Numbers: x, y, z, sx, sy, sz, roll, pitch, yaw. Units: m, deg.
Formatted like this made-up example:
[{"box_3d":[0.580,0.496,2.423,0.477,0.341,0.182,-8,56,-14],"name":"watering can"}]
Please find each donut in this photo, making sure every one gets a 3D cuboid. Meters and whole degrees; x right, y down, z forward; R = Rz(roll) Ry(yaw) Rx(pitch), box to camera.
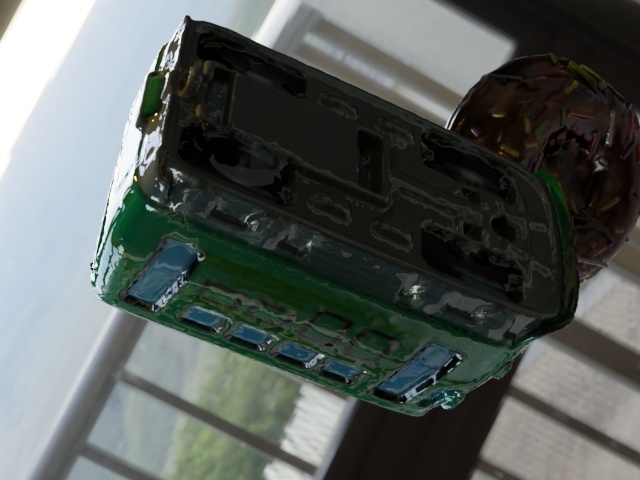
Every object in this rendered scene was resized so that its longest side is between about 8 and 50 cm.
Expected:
[{"box_3d":[0.224,-0.064,1.278,0.216,0.230,0.096,-46,28,-16],"name":"donut"}]

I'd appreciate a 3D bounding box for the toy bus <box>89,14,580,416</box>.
[{"box_3d":[0.000,0.000,1.014,0.199,0.343,0.184,-52,22,40],"name":"toy bus"}]
